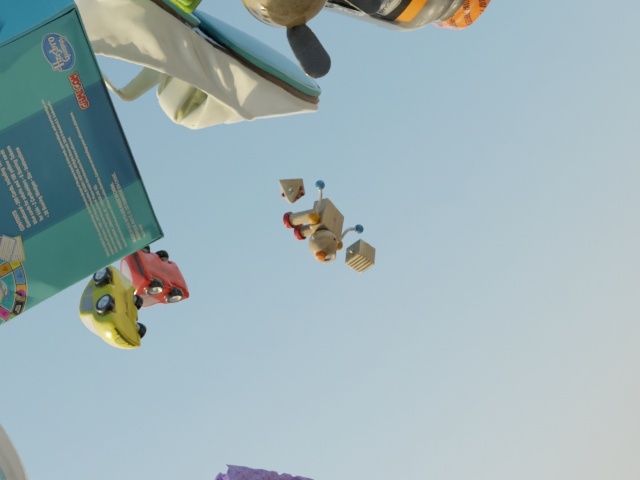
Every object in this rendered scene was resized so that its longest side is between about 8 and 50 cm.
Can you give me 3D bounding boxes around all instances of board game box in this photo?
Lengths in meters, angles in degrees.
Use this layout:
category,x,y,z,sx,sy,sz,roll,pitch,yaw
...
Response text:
category,x,y,z,sx,sy,sz,roll,pitch,yaw
board game box,-0.305,-0.025,1.196,0.336,0.079,0.254,-29,-39,-12

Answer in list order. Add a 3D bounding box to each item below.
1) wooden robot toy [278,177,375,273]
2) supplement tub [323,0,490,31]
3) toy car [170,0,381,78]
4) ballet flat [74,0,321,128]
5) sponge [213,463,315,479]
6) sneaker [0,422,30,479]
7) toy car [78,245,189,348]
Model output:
category,x,y,z,sx,sy,sz,roll,pitch,yaw
wooden robot toy,0.000,0.000,1.999,0.173,0.076,0.079,48,-147,-38
supplement tub,0.030,-0.338,1.756,0.193,0.316,0.193,-168,90,-67
toy car,-0.041,-0.246,1.532,0.155,0.188,0.149,-52,4,0
ballet flat,-0.155,-0.195,1.754,0.400,0.139,0.139,26,-84,-53
sponge,-0.016,0.301,1.516,0.117,0.210,0.031,16,-56,-39
sneaker,-0.330,0.285,1.465,0.135,0.366,0.150,-21,5,18
toy car,-0.243,0.003,1.757,0.053,0.225,0.239,-31,6,16
